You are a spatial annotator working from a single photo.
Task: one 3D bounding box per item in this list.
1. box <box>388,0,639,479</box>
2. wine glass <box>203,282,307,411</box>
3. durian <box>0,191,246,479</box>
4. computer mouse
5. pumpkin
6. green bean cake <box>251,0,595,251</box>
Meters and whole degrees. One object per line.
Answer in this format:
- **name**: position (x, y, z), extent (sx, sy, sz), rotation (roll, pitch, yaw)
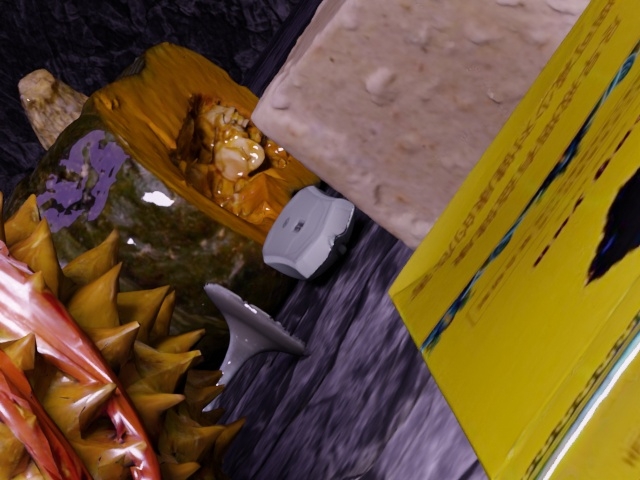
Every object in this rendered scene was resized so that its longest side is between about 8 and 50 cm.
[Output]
- **box**: position (0.087, -0.012, 0.508), extent (0.153, 0.041, 0.279), rotation (-55, 8, 5)
- **wine glass**: position (-0.102, 0.149, 0.933), extent (0.262, 0.074, 0.074), rotation (-58, 8, -7)
- **durian**: position (-0.184, 0.130, 0.635), extent (0.348, 0.347, 0.384), rotation (-56, 16, 3)
- **computer mouse**: position (0.000, 0.000, 1.044), extent (0.056, 0.032, 0.110), rotation (-58, 17, -4)
- **pumpkin**: position (-0.119, -0.036, 1.220), extent (0.139, 0.221, 0.317), rotation (-54, 7, 21)
- **green bean cake**: position (0.060, -0.083, 0.723), extent (0.179, 0.109, 0.085), rotation (-48, 12, 51)
